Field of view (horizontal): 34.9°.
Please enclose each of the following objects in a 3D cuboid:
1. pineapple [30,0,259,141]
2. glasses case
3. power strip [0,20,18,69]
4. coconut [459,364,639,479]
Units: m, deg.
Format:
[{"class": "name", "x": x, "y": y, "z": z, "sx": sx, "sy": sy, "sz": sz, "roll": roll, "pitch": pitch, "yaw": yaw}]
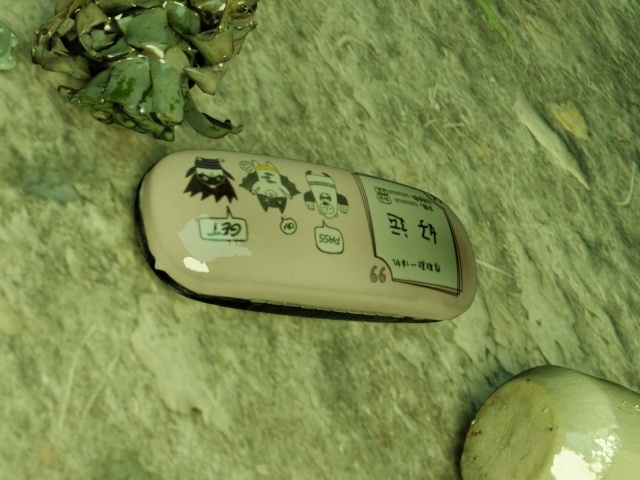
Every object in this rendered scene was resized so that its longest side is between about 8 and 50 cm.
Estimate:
[{"class": "pineapple", "x": -0.117, "y": -0.211, "z": 0.797, "sx": 0.262, "sy": 0.262, "sz": 0.272, "roll": 24, "pitch": 74, "yaw": -24}, {"class": "glasses case", "x": 0.000, "y": 0.000, "z": 0.815, "sx": 0.314, "sy": 0.075, "sz": 0.122, "roll": 9, "pitch": 61, "yaw": -34}, {"class": "power strip", "x": -0.259, "y": -0.154, "z": 0.743, "sx": 0.083, "sy": 0.035, "sz": 0.055, "roll": 17, "pitch": 54, "yaw": -32}, {"class": "coconut", "x": 0.202, "y": 0.183, "z": 0.803, "sx": 0.162, "sy": 0.161, "sz": 0.161, "roll": 27, "pitch": 50, "yaw": -25}]
